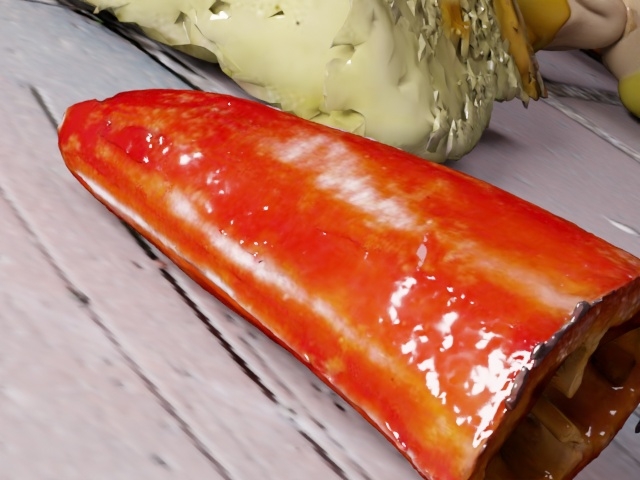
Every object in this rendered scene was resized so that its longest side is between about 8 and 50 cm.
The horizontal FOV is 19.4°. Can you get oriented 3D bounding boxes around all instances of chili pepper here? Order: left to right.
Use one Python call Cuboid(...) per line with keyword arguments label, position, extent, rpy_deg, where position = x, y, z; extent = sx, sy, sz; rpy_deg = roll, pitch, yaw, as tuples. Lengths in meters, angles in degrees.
Cuboid(label="chili pepper", position=(-0.003, 0.003, 0.467), extent=(0.169, 0.065, 0.088), rpy_deg=(29, 29, 28))

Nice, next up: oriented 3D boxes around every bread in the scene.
Cuboid(label="bread", position=(-0.097, -0.147, 0.750), extent=(0.248, 0.279, 0.315), rpy_deg=(-48, 119, -72))

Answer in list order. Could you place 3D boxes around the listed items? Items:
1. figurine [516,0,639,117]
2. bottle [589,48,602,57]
Cuboid(label="figurine", position=(0.180, -0.114, 0.997), extent=(0.246, 0.131, 0.156), rpy_deg=(7, -18, -15))
Cuboid(label="bottle", position=(0.145, -0.173, 1.184), extent=(0.069, 0.069, 0.187), rpy_deg=(8, 24, -48))
